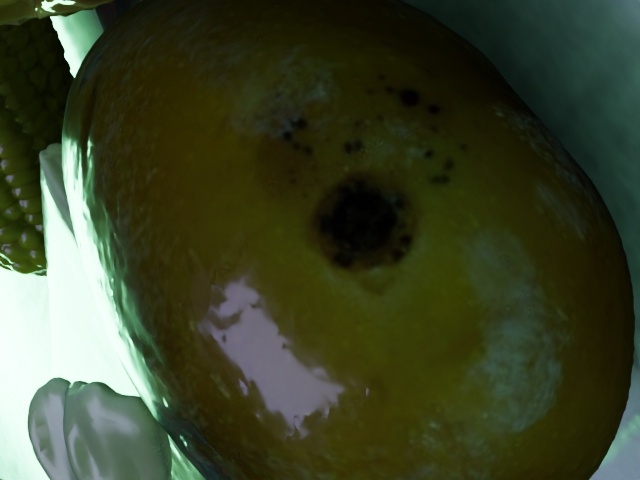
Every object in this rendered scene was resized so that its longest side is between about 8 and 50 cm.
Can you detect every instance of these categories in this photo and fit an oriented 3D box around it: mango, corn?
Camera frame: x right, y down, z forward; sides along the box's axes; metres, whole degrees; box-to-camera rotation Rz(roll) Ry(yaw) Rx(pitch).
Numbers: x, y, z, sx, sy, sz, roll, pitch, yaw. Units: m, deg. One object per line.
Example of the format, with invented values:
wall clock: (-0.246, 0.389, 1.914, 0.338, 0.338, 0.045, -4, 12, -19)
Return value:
mango: (0.000, 0.000, 0.633, 0.193, 0.146, 0.316, 57, 177, -14)
corn: (-0.165, -0.089, 0.885, 0.097, 0.097, 0.262, 34, 153, 51)

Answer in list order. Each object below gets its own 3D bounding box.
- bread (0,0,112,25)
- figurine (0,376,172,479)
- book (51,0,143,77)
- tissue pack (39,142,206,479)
bread: (-0.106, -0.144, 0.571, 0.288, 0.204, 0.156, 175, 82, -70)
figurine: (-0.028, 0.181, 0.757, 0.394, 0.226, 0.275, 0, 112, 33)
book: (-0.116, -0.118, 0.904, 0.289, 0.026, 0.201, 53, 161, 17)
tissue pack: (-0.064, 0.090, 0.923, 0.170, 0.071, 0.325, 54, 159, 21)
